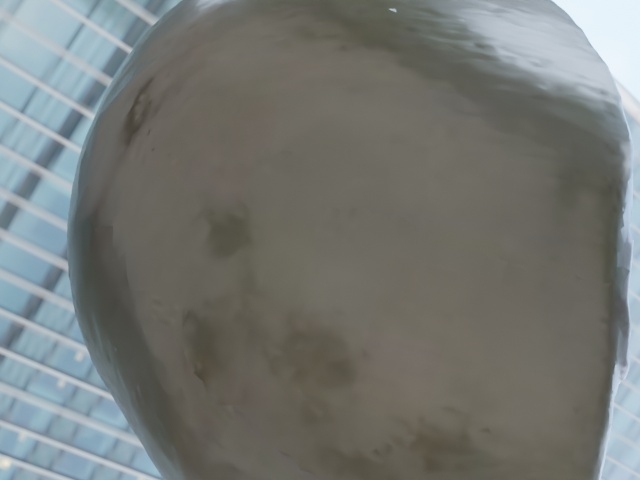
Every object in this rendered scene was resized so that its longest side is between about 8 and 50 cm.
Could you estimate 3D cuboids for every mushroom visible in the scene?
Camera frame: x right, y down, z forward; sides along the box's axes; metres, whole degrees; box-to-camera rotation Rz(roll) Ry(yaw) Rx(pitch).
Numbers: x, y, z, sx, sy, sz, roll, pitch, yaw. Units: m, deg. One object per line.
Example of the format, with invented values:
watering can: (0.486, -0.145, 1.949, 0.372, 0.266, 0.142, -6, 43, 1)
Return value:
mushroom: (0.000, 0.000, 0.386, 0.141, 0.117, 0.188, -60, -165, 21)
